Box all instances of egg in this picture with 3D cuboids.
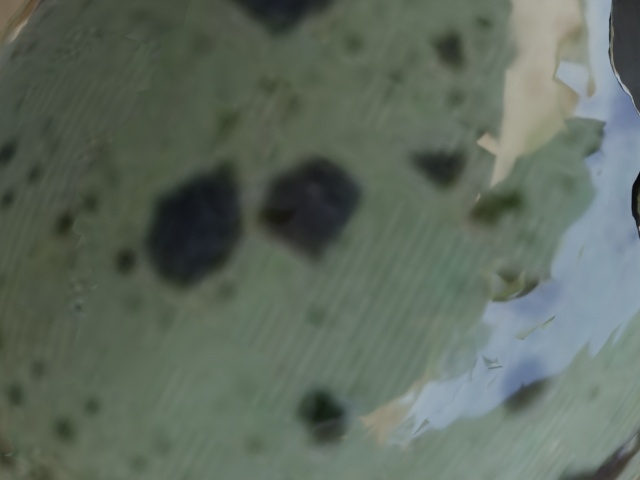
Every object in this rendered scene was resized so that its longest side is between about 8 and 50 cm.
[{"bbox_3d":[0.000,0.000,0.725,0.379,0.287,0.288,-40,-140,-16],"label":"egg"}]

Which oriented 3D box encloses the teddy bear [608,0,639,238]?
[{"bbox_3d":[0.181,0.005,0.464,0.144,0.251,0.171,-26,-104,38],"label":"teddy bear"}]
